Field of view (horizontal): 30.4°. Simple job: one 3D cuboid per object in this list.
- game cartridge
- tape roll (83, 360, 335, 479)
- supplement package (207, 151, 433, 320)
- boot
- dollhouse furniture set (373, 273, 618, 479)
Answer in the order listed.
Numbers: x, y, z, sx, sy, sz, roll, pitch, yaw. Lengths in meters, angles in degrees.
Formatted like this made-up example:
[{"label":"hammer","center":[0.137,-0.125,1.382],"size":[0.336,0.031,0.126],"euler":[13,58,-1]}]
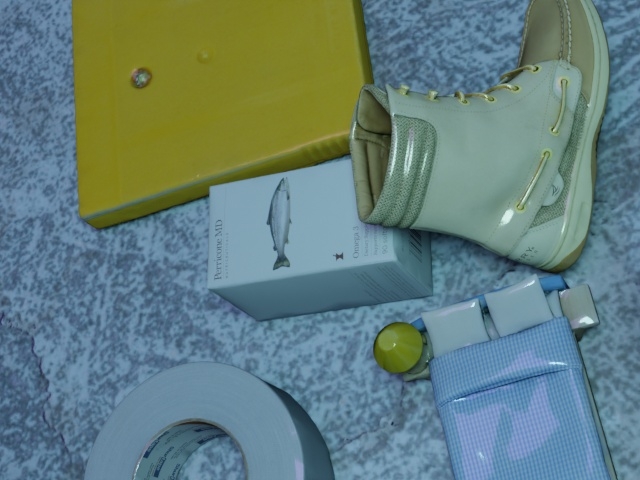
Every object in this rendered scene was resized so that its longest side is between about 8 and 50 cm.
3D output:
[{"label":"game cartridge","center":[-0.107,-0.181,1.224],"size":[0.324,0.053,0.285],"euler":[-14,65,17]},{"label":"tape roll","center":[-0.100,0.221,1.046],"size":[0.219,0.072,0.219],"euler":[-8,68,21]},{"label":"supplement package","center":[0.000,0.000,1.066],"size":[0.179,0.105,0.105],"euler":[-10,67,21]},{"label":"boot","center":[0.132,-0.117,0.999],"size":[0.204,0.095,0.261],"euler":[13,76,-18]},{"label":"dollhouse furniture set","center":[0.188,0.141,0.872],"size":[0.303,0.198,0.286],"euler":[-18,64,18]}]
